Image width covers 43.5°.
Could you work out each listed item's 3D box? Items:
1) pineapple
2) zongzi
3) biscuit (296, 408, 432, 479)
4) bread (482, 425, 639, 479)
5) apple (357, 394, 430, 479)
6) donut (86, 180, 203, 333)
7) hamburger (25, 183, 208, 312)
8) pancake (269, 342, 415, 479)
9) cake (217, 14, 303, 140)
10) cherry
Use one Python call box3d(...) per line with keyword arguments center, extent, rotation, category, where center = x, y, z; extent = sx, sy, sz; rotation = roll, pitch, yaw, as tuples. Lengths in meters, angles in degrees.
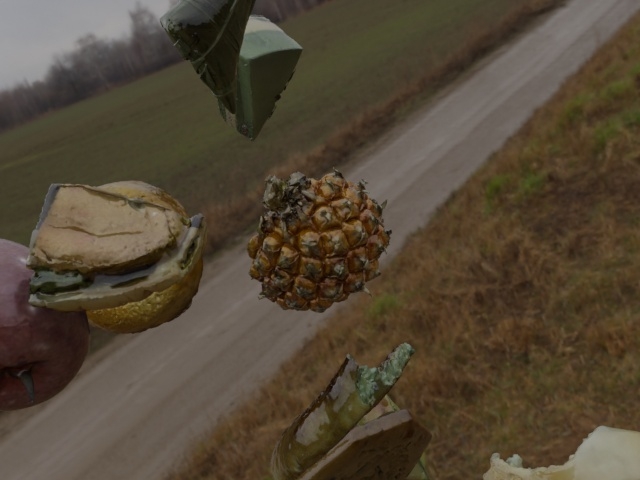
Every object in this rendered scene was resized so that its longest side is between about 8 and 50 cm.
box3d(center=(-0.002, -0.002, 1.649), extent=(0.344, 0.286, 0.209), rotation=(-44, 49, -8), category="pineapple")
box3d(center=(-0.082, -0.233, 0.868), extent=(0.154, 0.130, 0.062), rotation=(-47, 32, -14), category="zongzi")
box3d(center=(0.063, 0.452, 1.511), extent=(0.359, 0.359, 0.046), rotation=(-28, 55, -18), category="biscuit")
box3d(center=(0.356, 0.460, 1.154), extent=(0.424, 0.329, 0.245), rotation=(-41, 24, 12), category="bread")
box3d(center=(0.150, 0.442, 1.890), extent=(0.120, 0.265, 0.193), rotation=(-27, 29, 0), category="apple")
box3d(center=(-0.339, 0.031, 1.390), extent=(0.277, 0.278, 0.108), rotation=(-24, 4, -6), category="donut")
box3d(center=(-0.250, 0.026, 1.009), extent=(0.207, 0.135, 0.155), rotation=(6, 59, -5), category="hamburger")
box3d(center=(0.019, 0.167, 0.816), extent=(0.197, 0.054, 0.376), rotation=(-40, -9, -21), category="pancake")
box3d(center=(-0.197, -0.376, 1.904), extent=(0.172, 0.158, 0.284), rotation=(-12, -41, -50), category="cake")
box3d(center=(-0.430, 0.120, 1.109), extent=(0.212, 0.236, 0.285), rotation=(-6, 40, -38), category="cherry")
